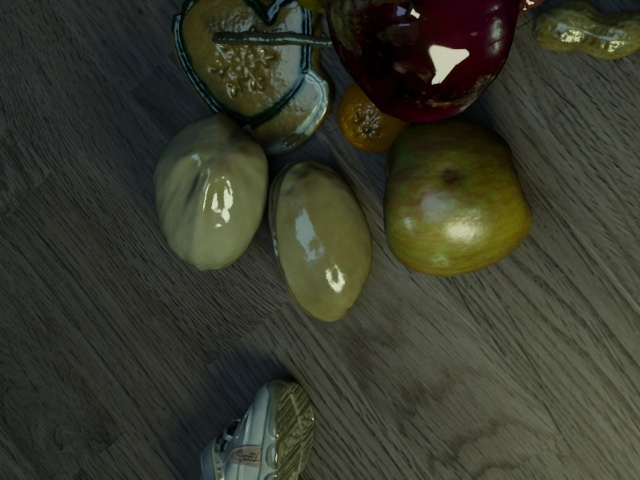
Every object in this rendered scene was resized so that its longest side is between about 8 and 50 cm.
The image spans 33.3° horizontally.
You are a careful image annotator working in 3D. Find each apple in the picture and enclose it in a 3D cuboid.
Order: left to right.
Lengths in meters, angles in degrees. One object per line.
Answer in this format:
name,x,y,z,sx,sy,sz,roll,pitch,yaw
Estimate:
apple,0.224,-0.071,1.762,0.264,0.264,0.264,5,104,19

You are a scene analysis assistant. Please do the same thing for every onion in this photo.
onion,0.205,-0.372,1.684,0.385,0.348,0.348,-15,99,-17

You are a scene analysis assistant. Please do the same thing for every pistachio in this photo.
pistachio,-0.199,-0.075,1.930,0.207,0.226,0.332,4,126,-5
pistachio,0.000,0.000,1.897,0.162,0.181,0.293,10,116,64

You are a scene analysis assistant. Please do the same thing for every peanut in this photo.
peanut,0.436,-0.337,1.712,0.192,0.089,0.089,12,106,13

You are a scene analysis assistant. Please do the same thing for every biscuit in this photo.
biscuit,-0.109,-0.332,1.922,0.287,0.057,0.344,-38,88,23

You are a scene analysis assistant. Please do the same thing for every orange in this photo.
orange,0.092,-0.216,1.844,0.135,0.117,0.136,2,100,13

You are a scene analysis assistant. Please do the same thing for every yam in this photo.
yam,-0.076,-0.351,1.865,0.234,0.029,0.027,4,127,14

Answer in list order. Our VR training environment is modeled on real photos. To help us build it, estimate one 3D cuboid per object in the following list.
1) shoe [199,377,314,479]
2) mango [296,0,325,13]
shoe,-0.138,0.424,2.046,0.198,0.172,0.351,12,104,20
mango,0.007,-0.500,1.787,0.136,0.166,0.236,10,102,-11
